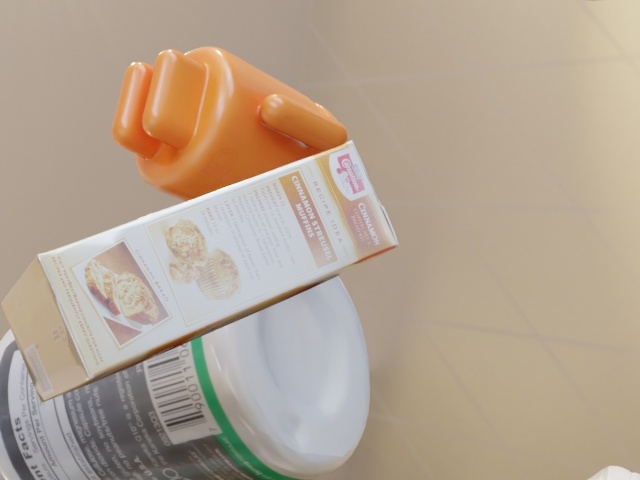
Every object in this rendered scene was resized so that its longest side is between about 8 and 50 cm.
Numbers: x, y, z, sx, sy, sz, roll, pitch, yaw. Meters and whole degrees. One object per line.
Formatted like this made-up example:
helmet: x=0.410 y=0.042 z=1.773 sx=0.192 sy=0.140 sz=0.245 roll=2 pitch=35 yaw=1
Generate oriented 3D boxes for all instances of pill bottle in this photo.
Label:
pill bottle: x=-0.156 y=0.133 z=0.921 sx=0.204 sy=0.361 sz=0.204 roll=33 pitch=-133 yaw=-45

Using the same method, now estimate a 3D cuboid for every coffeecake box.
coffeecake box: x=-0.072 y=0.020 z=0.603 sx=0.185 sy=0.068 sz=0.142 roll=-23 pitch=-3 yaw=-26

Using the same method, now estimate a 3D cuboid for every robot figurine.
robot figurine: x=-0.066 y=-0.079 z=0.890 sx=0.219 sy=0.128 sz=0.158 roll=24 pitch=-62 yaw=-38

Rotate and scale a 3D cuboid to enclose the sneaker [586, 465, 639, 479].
sneaker: x=0.079 y=0.224 z=0.667 sx=0.292 sy=0.118 sz=0.110 roll=-43 pitch=-10 yaw=20
